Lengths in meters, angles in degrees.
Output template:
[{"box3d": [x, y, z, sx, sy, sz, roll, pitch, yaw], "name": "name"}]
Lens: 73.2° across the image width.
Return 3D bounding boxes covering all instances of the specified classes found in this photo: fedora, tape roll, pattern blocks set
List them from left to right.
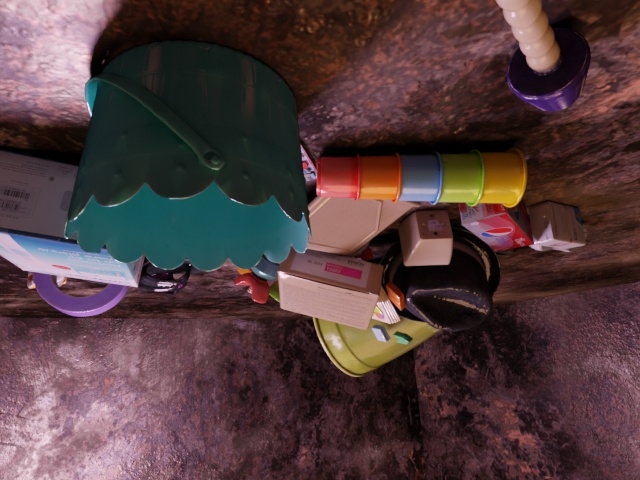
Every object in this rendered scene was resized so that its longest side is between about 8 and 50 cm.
[{"box3d": [-0.531, 0.073, 0.971, 0.189, 0.189, 0.080, 4, 163, -22], "name": "tape roll"}, {"box3d": [0.126, 0.142, 1.155, 0.026, 0.325, 0.285, -34, 180, -23], "name": "pattern blocks set"}, {"box3d": [0.313, 0.125, 1.094, 0.334, 0.334, 0.152, -2, -153, -2], "name": "fedora"}]

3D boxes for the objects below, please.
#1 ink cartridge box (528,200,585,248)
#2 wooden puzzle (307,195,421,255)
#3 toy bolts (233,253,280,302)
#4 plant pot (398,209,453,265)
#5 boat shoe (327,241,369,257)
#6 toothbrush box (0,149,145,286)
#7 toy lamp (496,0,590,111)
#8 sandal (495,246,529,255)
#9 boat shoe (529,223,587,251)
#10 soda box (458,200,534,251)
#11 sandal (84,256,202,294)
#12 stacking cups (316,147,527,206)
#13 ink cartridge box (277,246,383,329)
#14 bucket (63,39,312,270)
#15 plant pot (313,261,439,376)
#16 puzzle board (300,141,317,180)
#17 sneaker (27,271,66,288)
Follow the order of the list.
[{"box3d": [0.532, -0.033, 0.970, 0.122, 0.089, 0.052, 7, 164, -30], "name": "ink cartridge box"}, {"box3d": [0.048, -0.045, 0.863, 0.221, 0.044, 0.238, 12, 144, -42], "name": "wooden puzzle"}, {"box3d": [-0.139, 0.063, 1.200, 0.218, 0.158, 0.228, 34, -173, 19], "name": "toy bolts"}, {"box3d": [0.245, -0.013, 0.980, 0.109, 0.109, 0.096, -2, 151, -3], "name": "plant pot"}, {"box3d": [0.000, 0.000, 1.030, 0.228, 0.080, 0.076, -1, 167, 22], "name": "boat shoe"}, {"box3d": [-0.425, -0.019, 0.742, 0.216, 0.126, 0.295, 11, 162, -16], "name": "toothbrush box"}, {"box3d": [0.181, -0.193, 0.379, 0.080, 0.080, 0.274, -16, 158, 38], "name": "toy lamp"}, {"box3d": [0.465, 0.017, 1.191, 0.254, 0.055, 0.097, 1, 164, -12], "name": "sandal"}, {"box3d": [0.580, -0.019, 1.079, 0.226, 0.083, 0.076, 2, -165, -34], "name": "boat shoe"}, {"box3d": [0.360, -0.050, 0.874, 0.083, 0.092, 0.263, -15, 160, 33], "name": "soda box"}, {"box3d": [-0.490, 0.110, 1.252, 0.445, 0.107, 0.167, -10, 163, 22], "name": "sandal"}, {"box3d": [0.151, -0.103, 0.677, 0.316, 0.096, 0.096, 1, 164, -4], "name": "stacking cups"}, {"box3d": [0.021, 0.116, 1.041, 0.234, 0.088, 0.193, 14, 145, 5], "name": "ink cartridge box"}, {"box3d": [-0.146, -0.081, 0.515, 0.281, 0.183, 0.281, -2, 162, -1], "name": "bucket"}, {"box3d": [0.221, 0.217, 1.399, 0.353, 0.367, 0.366, -27, 153, 31], "name": "plant pot"}, {"box3d": [-0.061, -0.121, 0.703, 0.096, 0.011, 0.128, -7, 163, 13], "name": "puzzle board"}, {"box3d": [-0.766, 0.100, 1.233, 0.215, 0.084, 0.083, -5, 169, 43], "name": "sneaker"}]
